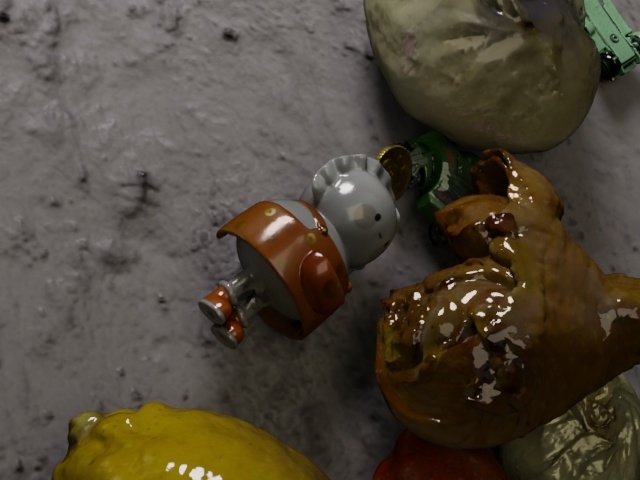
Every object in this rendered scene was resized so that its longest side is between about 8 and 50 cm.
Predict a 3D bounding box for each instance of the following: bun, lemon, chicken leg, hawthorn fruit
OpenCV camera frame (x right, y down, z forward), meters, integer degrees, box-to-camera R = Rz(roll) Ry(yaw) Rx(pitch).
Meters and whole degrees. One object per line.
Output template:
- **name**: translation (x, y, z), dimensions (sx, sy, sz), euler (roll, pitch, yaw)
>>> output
- **bun**: translation (0.177, -0.221, 1.350), dimensions (0.272, 0.168, 0.273), euler (12, 60, -22)
- **lemon**: translation (-0.091, 0.296, 1.099), dimensions (0.316, 0.285, 0.285), euler (16, 72, 4)
- **chicken leg**: translation (0.240, 0.043, 1.258), dimensions (0.409, 0.182, 0.295), euler (-6, 69, -12)
- **bun**: translation (0.267, 0.201, 1.338), dimensions (0.164, 0.111, 0.188), euler (20, 75, -11)
- **hawthorn fruit**: translation (0.117, 0.249, 1.265), dimensions (0.133, 0.133, 0.138), euler (-36, 77, -24)

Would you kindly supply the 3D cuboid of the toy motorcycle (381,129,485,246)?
- **toy motorcycle**: translation (0.148, -0.054, 1.374), dimensions (0.190, 0.074, 0.106), euler (38, 59, -10)

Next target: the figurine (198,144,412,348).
- **figurine**: translation (-0.008, -0.001, 1.264), dimensions (0.143, 0.143, 0.271), euler (43, 56, -8)

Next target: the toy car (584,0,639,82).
- **toy car**: translation (0.316, -0.253, 1.487), dimensions (0.073, 0.054, 0.143), euler (-35, 89, -26)
